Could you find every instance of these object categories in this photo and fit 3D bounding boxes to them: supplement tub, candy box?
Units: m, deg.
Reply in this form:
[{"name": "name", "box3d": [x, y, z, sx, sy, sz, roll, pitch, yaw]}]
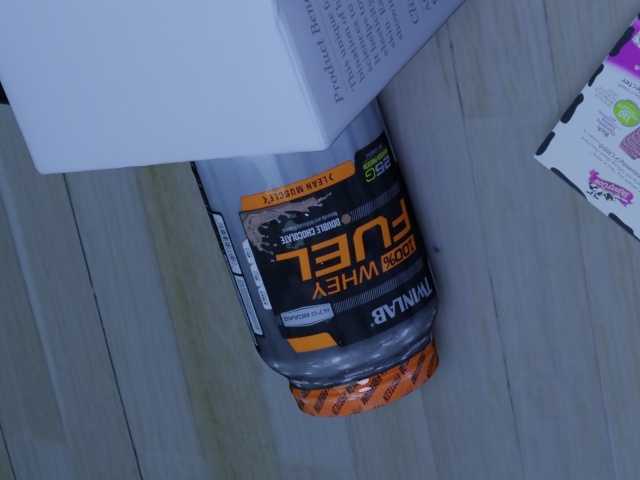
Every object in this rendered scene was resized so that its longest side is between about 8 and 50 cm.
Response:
[{"name": "supplement tub", "box3d": [0.000, 0.000, 1.895, 0.207, 0.207, 0.338, -8, 110, 34]}, {"name": "candy box", "box3d": [0.332, -0.122, 1.712, 0.159, 0.071, 0.233, 41, 127, 8]}]

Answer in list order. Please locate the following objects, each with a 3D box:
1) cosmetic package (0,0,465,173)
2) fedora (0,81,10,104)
[{"name": "cosmetic package", "box3d": [-0.090, -0.301, 1.656, 0.327, 0.394, 0.329, -3, 119, 33]}, {"name": "fedora", "box3d": [-0.403, -0.276, 2.040, 0.334, 0.152, 0.334, 14, 121, 26]}]
